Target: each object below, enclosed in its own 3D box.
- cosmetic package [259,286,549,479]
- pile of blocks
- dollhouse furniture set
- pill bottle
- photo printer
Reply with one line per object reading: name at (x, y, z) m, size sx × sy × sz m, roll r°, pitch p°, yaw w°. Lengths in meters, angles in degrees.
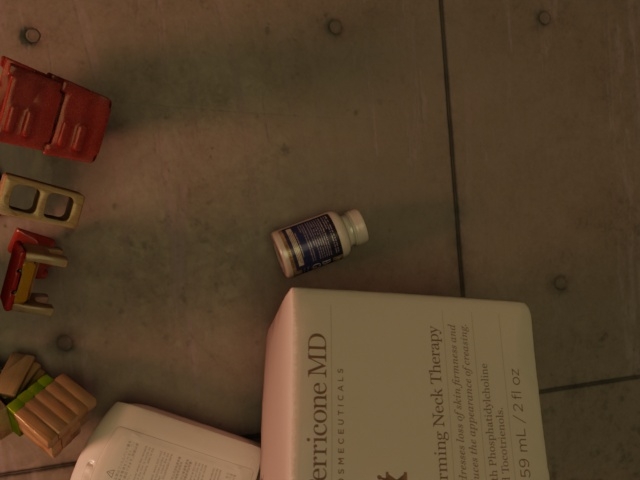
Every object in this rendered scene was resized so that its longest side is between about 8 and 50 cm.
cosmetic package at (0.113, 0.288, 1.061) m, size 0.393 × 0.327 × 0.330 m, roll 4°, pitch 68°, yaw -11°
pile of blocks at (-0.575, 0.281, 1.101) m, size 0.362 × 0.149 × 0.113 m, roll 14°, pitch 133°, yaw -2°
dollhouse furniture set at (-0.481, -0.092, 1.032) m, size 0.152 × 0.201 × 0.374 m, roll 15°, pitch 97°, yaw -33°
pill bottle at (0.000, 0.000, 1.191) m, size 0.169 × 0.094 × 0.094 m, roll -20°, pitch 96°, yaw -9°
photo printer at (-0.279, 0.439, 1.114) m, size 0.307 × 0.107 × 0.256 m, roll 22°, pitch 64°, yaw -11°
